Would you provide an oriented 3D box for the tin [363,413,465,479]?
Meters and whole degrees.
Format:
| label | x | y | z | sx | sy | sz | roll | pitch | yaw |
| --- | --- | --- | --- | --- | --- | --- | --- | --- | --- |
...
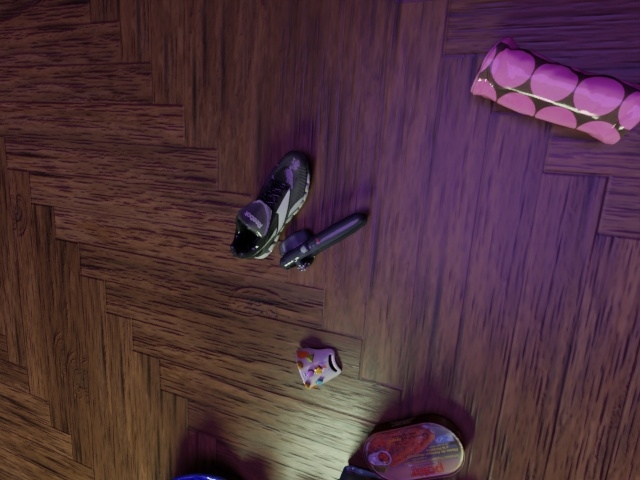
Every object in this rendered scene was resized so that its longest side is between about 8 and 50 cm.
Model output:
| label | x | y | z | sx | sy | sz | roll | pitch | yaw |
| --- | --- | --- | --- | --- | --- | --- | --- | --- | --- |
| tin | 0.171 | 0.385 | 0.742 | 0.189 | 0.040 | 0.106 | -24 | 86 | 24 |

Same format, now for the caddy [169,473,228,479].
| label | x | y | z | sx | sy | sz | roll | pitch | yaw |
| --- | --- | --- | --- | --- | --- | --- | --- | --- | --- |
| caddy | -0.290 | 0.694 | 0.915 | 0.241 | 0.179 | 0.341 | 16 | 107 | -5 |

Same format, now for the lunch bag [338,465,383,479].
| label | x | y | z | sx | sy | sz | roll | pitch | yaw |
| --- | --- | --- | --- | --- | --- | --- | --- | --- | --- |
| lunch bag | 0.067 | 0.582 | 0.698 | 0.160 | 0.262 | 0.223 | 0 | 101 | 22 |

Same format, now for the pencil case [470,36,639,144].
| label | x | y | z | sx | sy | sz | roll | pitch | yaw |
| --- | --- | --- | --- | --- | --- | --- | --- | --- | --- |
| pencil case | 0.319 | -0.205 | 0.541 | 0.209 | 0.098 | 0.095 | 29 | 154 | 15 |

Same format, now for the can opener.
| label | x | y | z | sx | sy | sz | roll | pitch | yaw |
| --- | --- | --- | --- | --- | --- | --- | --- | --- | --- |
| can opener | 0.000 | 0.000 | 0.725 | 0.186 | 0.059 | 0.073 | -27 | 89 | 25 |

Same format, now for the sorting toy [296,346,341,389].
| label | x | y | z | sx | sy | sz | roll | pitch | yaw |
| --- | --- | --- | --- | --- | --- | --- | --- | --- | --- |
| sorting toy | -0.001 | 0.248 | 0.789 | 0.075 | 0.045 | 0.083 | -21 | 92 | 5 |

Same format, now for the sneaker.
| label | x | y | z | sx | sy | sz | roll | pitch | yaw |
| --- | --- | --- | --- | --- | --- | --- | --- | --- | --- |
| sneaker | -0.095 | -0.054 | 0.727 | 0.078 | 0.106 | 0.234 | 36 | 111 | 11 |
